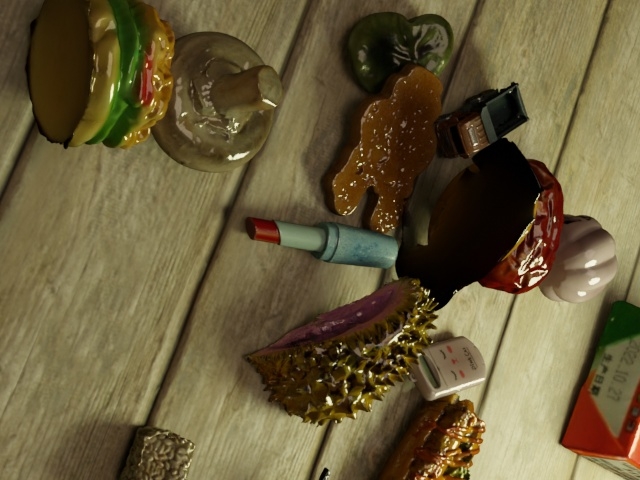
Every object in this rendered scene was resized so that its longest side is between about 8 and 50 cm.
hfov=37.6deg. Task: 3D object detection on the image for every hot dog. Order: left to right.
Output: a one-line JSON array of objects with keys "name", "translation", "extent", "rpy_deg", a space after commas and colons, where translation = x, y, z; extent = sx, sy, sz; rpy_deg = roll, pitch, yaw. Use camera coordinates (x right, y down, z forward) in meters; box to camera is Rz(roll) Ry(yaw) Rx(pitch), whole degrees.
[{"name": "hot dog", "translation": [0.189, 0.435, 1.675], "extent": [0.158, 0.117, 0.349], "rpy_deg": [48, 66, -28]}, {"name": "hot dog", "translation": [0.258, -0.035, 1.637], "extent": [0.194, 0.326, 0.107], "rpy_deg": [54, 30, 3]}]

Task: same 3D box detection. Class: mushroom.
[{"name": "mushroom", "translation": [-0.139, -0.202, 1.351], "extent": [0.207, 0.215, 0.207], "rpy_deg": [2, 87, -42]}]

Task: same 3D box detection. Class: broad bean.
[{"name": "broad bean", "translation": [0.134, -0.326, 1.634], "extent": [0.206, 0.072, 0.153], "rpy_deg": [-21, 104, -22]}]

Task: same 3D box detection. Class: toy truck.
[{"name": "toy truck", "translation": [0.302, -0.222, 1.735], "extent": [0.192, 0.092, 0.083], "rpy_deg": [-32, 111, -29]}]

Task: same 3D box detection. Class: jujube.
[{"name": "jujube", "translation": [0.359, -0.026, 1.739], "extent": [0.174, 0.174, 0.251], "rpy_deg": [11, 85, -35]}]

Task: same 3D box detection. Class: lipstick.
[{"name": "lipstick", "translation": [0.000, 0.000, 1.553], "extent": [0.274, 0.061, 0.068], "rpy_deg": [10, 104, -30]}]

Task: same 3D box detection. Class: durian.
[{"name": "durian", "translation": [0.065, 0.197, 1.541], "extent": [0.341, 0.112, 0.191], "rpy_deg": [-24, 96, -16]}]

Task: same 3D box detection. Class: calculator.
[{"name": "calculator", "translation": [0.229, 0.233, 1.720], "extent": [0.175, 0.032, 0.100], "rpy_deg": [-11, 64, -35]}]

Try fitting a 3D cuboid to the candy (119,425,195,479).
[{"name": "candy", "translation": [-0.240, 0.332, 1.388], "extent": [0.095, 0.085, 0.110], "rpy_deg": [20, 71, -28]}]

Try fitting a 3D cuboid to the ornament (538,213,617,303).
[{"name": "ornament", "translation": [0.494, 0.032, 1.839], "extent": [0.177, 0.177, 0.178], "rpy_deg": [-2, 94, -35]}]

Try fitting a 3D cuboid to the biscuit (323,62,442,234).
[{"name": "biscuit", "translation": [0.118, -0.160, 1.617], "extent": [0.186, 0.044, 0.295], "rpy_deg": [30, 87, -36]}]

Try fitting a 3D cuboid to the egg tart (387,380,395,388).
[{"name": "egg tart", "translation": [0.111, 0.206, 1.650], "extent": [0.128, 0.049, 0.129], "rpy_deg": [-3, 95, -37]}]

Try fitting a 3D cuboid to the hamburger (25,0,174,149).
[{"name": "hamburger", "translation": [-0.282, -0.233, 1.246], "extent": [0.148, 0.237, 0.237], "rpy_deg": [-2, 94, -37]}]

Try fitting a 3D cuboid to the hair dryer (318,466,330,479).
[{"name": "hair dryer", "translation": [-0.032, 0.475, 1.475], "extent": [0.078, 0.195, 0.248], "rpy_deg": [38, 69, -31]}]

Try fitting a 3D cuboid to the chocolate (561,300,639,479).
[{"name": "chocolate", "translation": [0.731, 0.356, 2.027], "extent": [0.360, 0.161, 0.341], "rpy_deg": [30, 79, -33]}]
